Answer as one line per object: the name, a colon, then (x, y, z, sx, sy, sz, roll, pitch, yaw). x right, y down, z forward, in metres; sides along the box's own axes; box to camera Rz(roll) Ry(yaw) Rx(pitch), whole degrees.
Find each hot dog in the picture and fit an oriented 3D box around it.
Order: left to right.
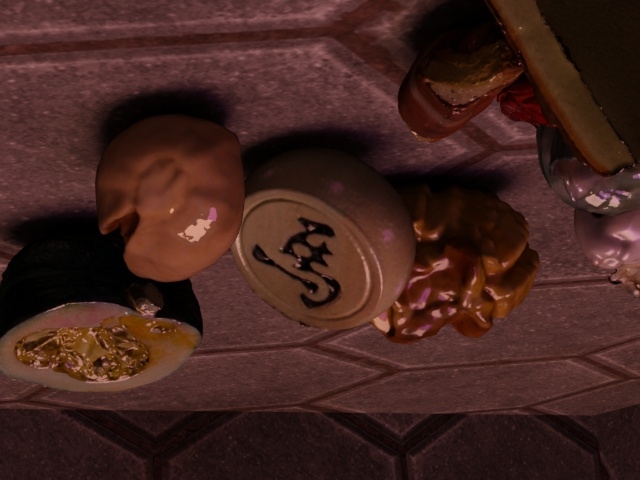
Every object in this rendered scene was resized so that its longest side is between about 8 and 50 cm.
hot dog: (0.142, -0.174, 1.383, 0.123, 0.093, 0.261, -38, 177, -23)

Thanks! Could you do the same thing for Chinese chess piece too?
Chinese chess piece: (0.000, 0.000, 1.701, 0.250, 0.250, 0.101, -21, -159, 42)

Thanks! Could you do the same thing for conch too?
conch: (0.339, -0.117, 1.533, 0.220, 0.195, 0.277, -20, -162, -17)

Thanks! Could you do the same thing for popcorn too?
popcorn: (0.185, 0.021, 1.894, 0.265, 0.225, 0.332, -1, -171, 27)

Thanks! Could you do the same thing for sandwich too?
sandwich: (0.265, -0.204, 1.310, 0.063, 0.245, 0.212, -25, -171, 40)

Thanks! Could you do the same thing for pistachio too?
pistachio: (-0.178, -0.054, 1.582, 0.188, 0.187, 0.299, -1, 169, -16)

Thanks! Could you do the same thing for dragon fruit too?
dragon fruit: (0.247, -0.179, 1.414, 0.083, 0.106, 0.162, 22, 178, -29)

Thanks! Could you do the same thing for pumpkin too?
pumpkin: (-0.330, 0.080, 1.944, 0.263, 0.196, 0.293, -32, 144, 32)

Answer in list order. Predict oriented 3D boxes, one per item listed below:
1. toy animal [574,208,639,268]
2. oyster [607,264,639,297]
toy animal: (0.506, -0.066, 1.683, 0.358, 0.257, 0.194, 0, 168, 22)
oyster: (0.603, 0.029, 2.221, 0.351, 0.114, 0.238, 16, 162, -40)
